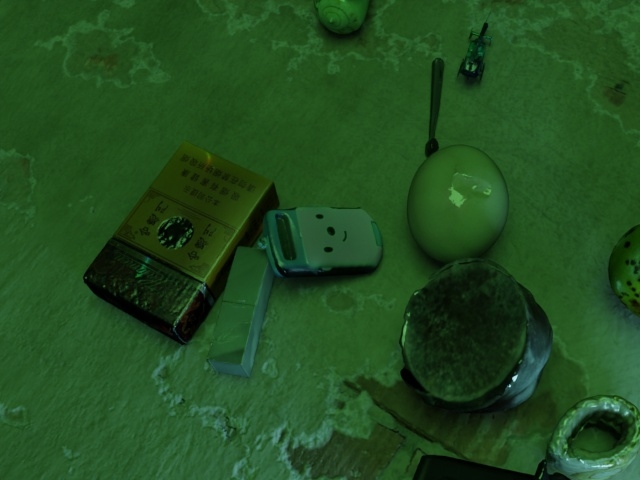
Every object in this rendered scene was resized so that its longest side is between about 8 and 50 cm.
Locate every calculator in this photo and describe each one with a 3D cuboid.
[{"bbox_3d":[0.000,0.000,1.839,0.293,0.051,0.172,-2,61,-21],"label":"calculator"}]

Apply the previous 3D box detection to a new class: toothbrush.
[{"bbox_3d":[0.282,-0.332,2.037,0.030,0.030,0.297,16,61,-14],"label":"toothbrush"}]

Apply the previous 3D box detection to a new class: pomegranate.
[{"bbox_3d":[0.719,0.077,1.642,0.231,0.230,0.286,-33,30,-11],"label":"pomegranate"}]

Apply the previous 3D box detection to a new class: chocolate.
[{"bbox_3d":[0.332,0.203,1.646,0.303,0.213,0.303,-21,58,39],"label":"chocolate"}]

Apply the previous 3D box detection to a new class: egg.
[{"bbox_3d":[0.296,-0.079,1.793,0.219,0.219,0.269,6,77,10],"label":"egg"}]

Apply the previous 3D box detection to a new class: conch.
[{"bbox_3d":[0.058,-0.649,2.169,0.144,0.137,0.250,4,63,10],"label":"conch"}]

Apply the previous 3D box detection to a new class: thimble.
[{"bbox_3d":[0.510,0.380,1.566,0.191,0.143,0.137,-23,63,-5],"label":"thimble"}]

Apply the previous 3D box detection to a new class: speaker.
[{"bbox_3d":[0.269,0.450,1.426,0.388,0.184,0.180,-9,49,55],"label":"speaker"}]

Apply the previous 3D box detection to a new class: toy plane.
[{"bbox_3d":[0.386,-0.473,2.064,0.060,0.096,0.235,14,47,11],"label":"toy plane"}]

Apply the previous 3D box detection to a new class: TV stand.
[{"bbox_3d":[-0.168,0.153,1.803,0.083,0.088,0.269,7,63,11],"label":"TV stand"}]

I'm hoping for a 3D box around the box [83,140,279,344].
[{"bbox_3d":[-0.309,0.001,1.886,0.264,0.115,0.415,27,68,18],"label":"box"}]
